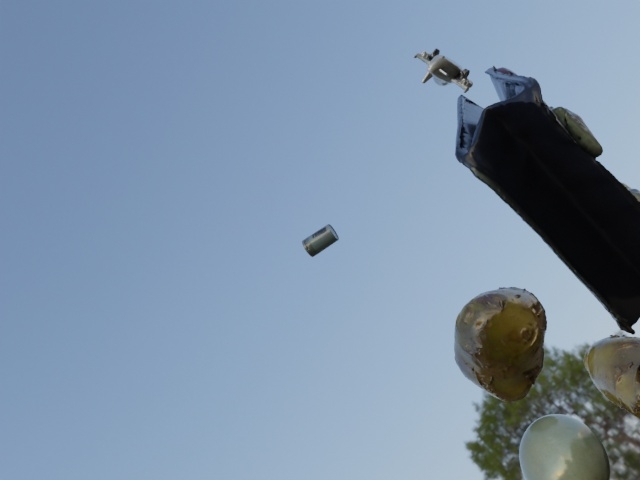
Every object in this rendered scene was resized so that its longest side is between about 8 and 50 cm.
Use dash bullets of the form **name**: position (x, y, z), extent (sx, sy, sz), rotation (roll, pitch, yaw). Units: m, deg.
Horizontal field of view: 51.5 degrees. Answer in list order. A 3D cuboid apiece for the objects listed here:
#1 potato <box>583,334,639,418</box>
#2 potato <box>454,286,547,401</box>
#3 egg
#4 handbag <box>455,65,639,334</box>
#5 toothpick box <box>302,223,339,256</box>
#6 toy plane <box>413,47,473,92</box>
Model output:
- **potato**: position (0.598, 0.253, 1.245), extent (0.300, 0.172, 0.140), rotation (-46, -20, -83)
- **potato**: position (0.446, 0.275, 1.717), extent (0.196, 0.246, 0.300), rotation (-7, -75, -52)
- **egg**: position (0.541, 0.491, 1.479), extent (0.253, 0.186, 0.187), rotation (-72, 7, -69)
- **handbag**: position (0.310, -0.082, 0.842), extent (0.122, 0.303, 0.329), rotation (-43, 9, 23)
- **toothpick box**: position (0.000, 0.000, 1.710), extent (0.083, 0.052, 0.052), rotation (-34, -34, 12)
- **toy plane**: position (0.316, -0.438, 1.718), extent (0.174, 0.174, 0.080), rotation (2, -52, -46)
